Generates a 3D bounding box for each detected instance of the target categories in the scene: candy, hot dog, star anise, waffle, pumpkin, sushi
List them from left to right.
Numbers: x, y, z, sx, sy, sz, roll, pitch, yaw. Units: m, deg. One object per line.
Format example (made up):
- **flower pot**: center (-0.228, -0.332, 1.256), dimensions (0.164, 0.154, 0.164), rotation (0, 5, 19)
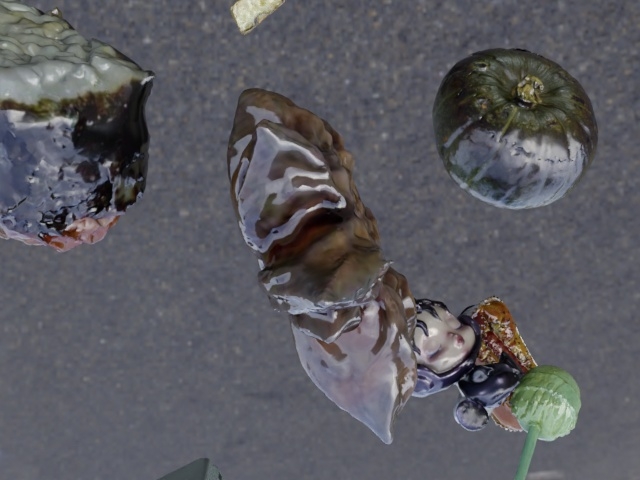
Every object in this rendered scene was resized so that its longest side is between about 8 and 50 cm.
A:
- **sushi**: center (-0.306, -0.119, 0.920), dimensions (0.343, 0.182, 0.196), rotation (28, -158, 28)
- **waffle**: center (-0.054, -0.451, 1.853), dimensions (0.248, 0.055, 0.221), rotation (-40, -168, 3)
- **star anise**: center (0.005, 0.014, 0.867), dimensions (0.108, 0.315, 0.315), rotation (-23, 155, 1)
- **hot dog**: center (0.250, 0.172, 1.476), dimensions (0.108, 0.191, 0.059), rotation (-35, -170, -28)
- **pumpkin**: center (0.266, -0.157, 1.457), dimensions (0.238, 0.238, 0.159), rotation (3, 152, -16)
- **candy**: center (0.242, 0.291, 1.302), dimensions (0.092, 0.335, 0.093), rotation (32, 145, -7)

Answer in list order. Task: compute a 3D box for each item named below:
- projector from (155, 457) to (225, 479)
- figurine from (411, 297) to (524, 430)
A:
- **projector**: center (-0.216, 0.409, 1.436), dimensions (0.198, 0.108, 0.250), rotation (-28, -172, 2)
- **figurine**: center (0.139, 0.145, 1.370), dimensions (0.145, 0.222, 0.145), rotation (-46, 166, -15)
